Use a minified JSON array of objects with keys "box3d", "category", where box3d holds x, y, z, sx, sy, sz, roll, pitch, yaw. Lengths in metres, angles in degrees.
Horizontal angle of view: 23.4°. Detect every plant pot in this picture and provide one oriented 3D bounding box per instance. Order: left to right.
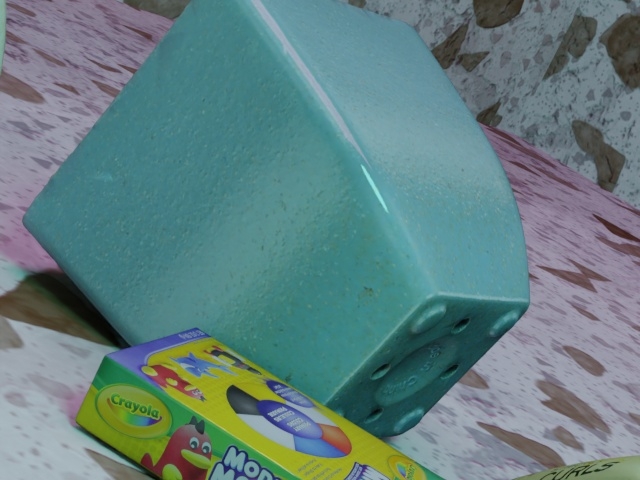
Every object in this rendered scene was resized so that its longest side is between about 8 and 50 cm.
[{"box3d":[0.000,0.000,1.082,0.248,0.247,0.252,7,40,-55],"category":"plant pot"}]

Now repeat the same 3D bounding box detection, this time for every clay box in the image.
[{"box3d":[-0.019,0.133,0.914,0.222,0.053,0.127,29,14,16],"category":"clay box"}]

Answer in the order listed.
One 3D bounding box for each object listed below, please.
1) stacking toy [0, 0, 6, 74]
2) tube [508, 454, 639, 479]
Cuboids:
[{"box3d":[-0.207,0.074,0.389,0.351,0.350,0.480,15,33,-40],"category":"stacking toy"},{"box3d":[0.157,0.148,0.871,0.062,0.070,0.240,40,-28,-6],"category":"tube"}]
